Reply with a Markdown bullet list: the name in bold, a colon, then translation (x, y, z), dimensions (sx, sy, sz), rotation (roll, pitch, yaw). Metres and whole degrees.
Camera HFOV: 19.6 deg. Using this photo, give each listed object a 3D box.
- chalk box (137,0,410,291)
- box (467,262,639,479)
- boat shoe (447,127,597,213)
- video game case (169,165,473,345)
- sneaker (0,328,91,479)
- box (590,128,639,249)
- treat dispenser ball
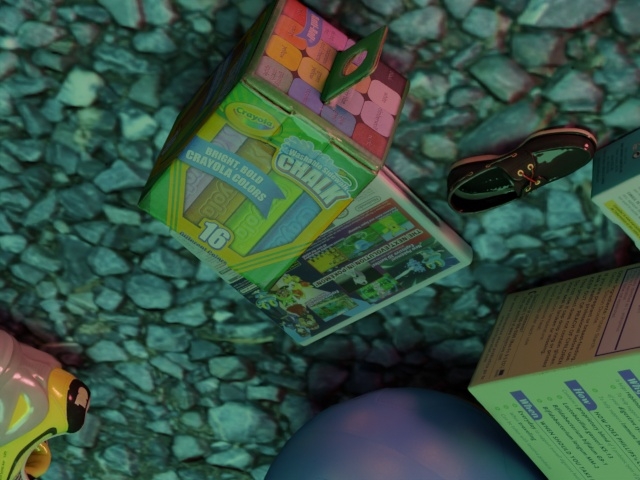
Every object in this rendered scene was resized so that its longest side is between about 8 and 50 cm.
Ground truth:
- **chalk box**: translation (-0.024, -0.091, 1.445), dimensions (0.132, 0.132, 0.213), rotation (34, 128, -11)
- **box**: translation (0.293, 0.133, 1.593), dimensions (0.243, 0.117, 0.213), rotation (-16, 125, 43)
- **boat shoe**: translation (0.166, -0.055, 1.528), dimensions (0.133, 0.042, 0.049), rotation (-17, 128, 24)
- **video game case**: translation (0.000, 0.000, 1.628), dimensions (0.201, 0.023, 0.183), rotation (-28, 125, 32)
- **sneaker**: translation (-0.358, 0.237, 1.852), dimensions (0.147, 0.145, 0.384), rotation (25, 136, -15)
- **box**: translation (0.340, -0.072, 1.462), dimensions (0.244, 0.060, 0.100), rotation (-28, 125, 33)
- **treat dispenser ball**: translation (0.080, 0.279, 1.709), dimensions (0.288, 0.288, 0.288), rotation (5, 136, 5)
